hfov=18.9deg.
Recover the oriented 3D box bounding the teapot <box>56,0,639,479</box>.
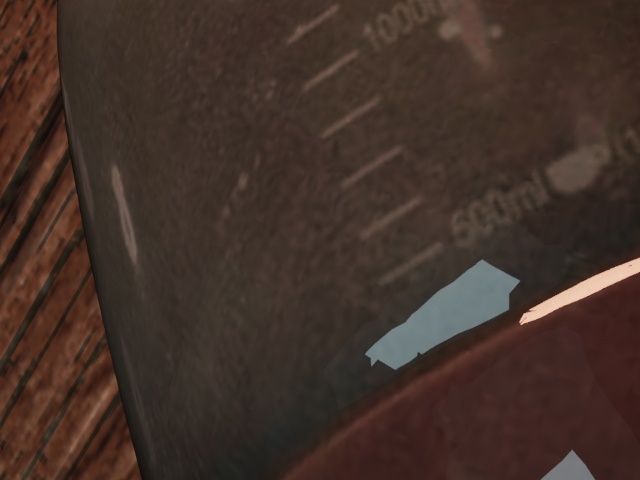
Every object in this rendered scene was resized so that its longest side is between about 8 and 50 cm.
[{"bbox_3d":[0.081,-0.052,0.482,0.315,0.233,0.312,-25,66,6],"label":"teapot"}]
